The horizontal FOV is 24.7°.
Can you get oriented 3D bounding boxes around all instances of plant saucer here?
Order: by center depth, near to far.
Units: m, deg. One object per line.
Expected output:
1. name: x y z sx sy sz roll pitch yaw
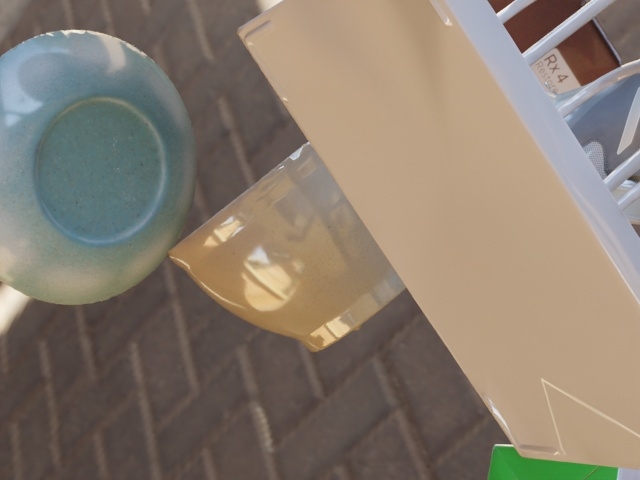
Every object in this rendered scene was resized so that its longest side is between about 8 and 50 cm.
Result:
1. plant saucer: -0.160 -0.050 1.015 0.037 0.195 0.195 7 70 53

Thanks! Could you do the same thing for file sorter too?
1. file sorter: 0.131 -0.049 0.714 0.173 0.277 0.193 -37 10 -21

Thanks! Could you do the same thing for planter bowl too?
1. planter bowl: 0.000 0.000 0.913 0.162 0.109 0.162 -38 4 3

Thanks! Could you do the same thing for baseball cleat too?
1. baseball cleat: 0.215 -0.071 0.934 0.206 0.072 0.109 -24 80 16

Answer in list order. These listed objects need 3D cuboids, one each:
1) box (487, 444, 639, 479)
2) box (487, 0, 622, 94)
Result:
1. box: 0.223 0.326 1.191 0.127 0.231 0.262 -5 62 39
2. box: 0.087 -0.249 1.134 0.143 0.191 0.381 -33 31 11
